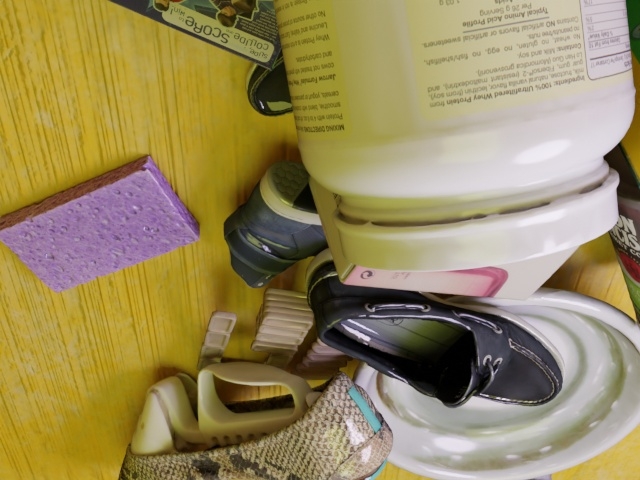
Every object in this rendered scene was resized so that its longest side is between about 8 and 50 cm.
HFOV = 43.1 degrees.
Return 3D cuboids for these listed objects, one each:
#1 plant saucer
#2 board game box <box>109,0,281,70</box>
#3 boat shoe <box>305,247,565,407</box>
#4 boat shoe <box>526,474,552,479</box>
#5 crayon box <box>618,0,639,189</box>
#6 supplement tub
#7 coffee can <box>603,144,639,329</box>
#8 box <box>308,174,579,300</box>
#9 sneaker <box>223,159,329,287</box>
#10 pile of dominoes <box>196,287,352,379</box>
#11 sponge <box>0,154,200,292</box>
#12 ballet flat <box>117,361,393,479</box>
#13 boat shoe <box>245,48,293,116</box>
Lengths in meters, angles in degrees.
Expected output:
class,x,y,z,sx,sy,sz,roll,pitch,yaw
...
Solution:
class,x,y,z,sx,sy,sz,roll,pitch,yaw
plant saucer,0.237,0.179,1.084,0.401,0.100,0.400,0,132,0
board game box,-0.111,-0.242,0.700,0.201,0.035,0.136,22,140,-10
boat shoe,0.134,0.125,0.892,0.340,0.113,0.127,31,122,-20
boat shoe,0.313,0.432,1.315,0.118,0.103,0.320,3,135,-3
crayon box,0.383,-0.187,0.607,0.363,0.313,0.106,-28,127,23
supplement tub,0.085,-0.161,0.558,0.235,0.235,0.324,-9,102,7
coffee can,0.404,-0.019,0.838,0.202,0.201,0.275,-21,130,17
box,0.127,-0.038,0.816,0.232,0.148,0.127,8,135,-28
sneaker,-0.001,-0.002,0.930,0.226,0.086,0.163,18,139,-28
pile of dominoes,-0.052,0.127,1.050,0.196,0.040,0.251,8,154,-10
sponge,-0.257,-0.014,0.944,0.210,0.031,0.117,-20,130,16
ballet flat,-0.129,0.249,1.093,0.483,0.164,0.182,-17,106,35
boat shoe,0.025,-0.179,0.769,0.233,0.079,0.084,-23,129,22
